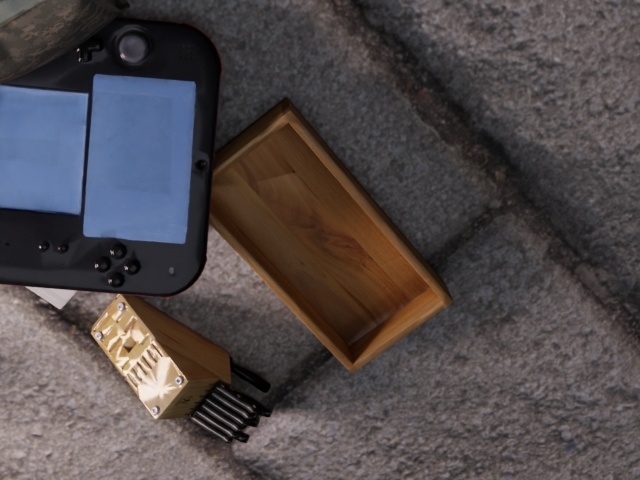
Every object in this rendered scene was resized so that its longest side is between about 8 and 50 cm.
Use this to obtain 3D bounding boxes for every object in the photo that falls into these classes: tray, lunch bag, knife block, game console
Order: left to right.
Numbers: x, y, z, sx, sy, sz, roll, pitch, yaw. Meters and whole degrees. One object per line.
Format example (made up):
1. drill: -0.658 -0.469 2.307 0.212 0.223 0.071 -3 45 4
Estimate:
1. lunch bag: -0.383 -0.291 1.377 0.235 0.287 0.169 -29 104 3
2. game console: -0.320 -0.120 1.567 0.342 0.060 0.386 5 95 -7
3. knife block: -0.205 0.205 1.801 0.275 0.242 0.088 47 107 23
4. tray: 0.000 0.000 1.717 0.203 0.076 0.411 -37 114 11

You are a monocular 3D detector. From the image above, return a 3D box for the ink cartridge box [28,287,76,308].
1. ink cartridge box: -0.392 -0.034 1.677 0.189 0.066 0.232 38 115 -21
